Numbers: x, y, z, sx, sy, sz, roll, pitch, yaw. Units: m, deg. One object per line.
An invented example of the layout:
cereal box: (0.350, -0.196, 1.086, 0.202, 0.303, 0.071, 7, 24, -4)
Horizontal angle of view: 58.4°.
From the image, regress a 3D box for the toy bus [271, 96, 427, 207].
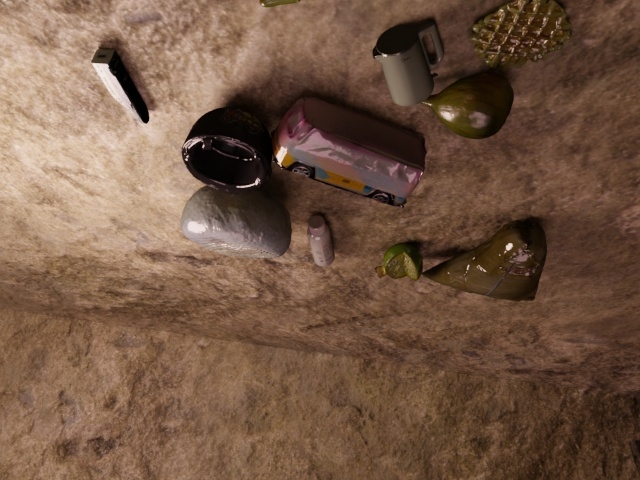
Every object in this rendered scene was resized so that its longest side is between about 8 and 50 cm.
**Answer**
toy bus: (0.076, -0.234, 1.442, 0.387, 0.171, 0.162, 16, 138, -18)

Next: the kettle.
kettle: (0.190, -0.371, 1.208, 0.127, 0.098, 0.148, 2, 149, 24)

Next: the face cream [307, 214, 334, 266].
face cream: (0.000, 0.000, 1.990, 0.082, 0.081, 0.269, 3, 151, 9)

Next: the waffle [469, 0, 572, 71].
waffle: (0.397, -0.408, 1.140, 0.184, 0.036, 0.169, -18, 145, 42)

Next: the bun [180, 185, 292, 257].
bun: (-0.249, -0.062, 1.773, 0.362, 0.211, 0.362, 8, 165, 2)

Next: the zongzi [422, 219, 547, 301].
zongzi: (0.527, 0.058, 1.874, 0.393, 0.174, 0.356, 8, 149, 14)

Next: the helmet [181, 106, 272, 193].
helmet: (-0.232, -0.246, 1.493, 0.231, 0.160, 0.279, 19, 157, -15)

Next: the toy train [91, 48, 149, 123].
toy train: (-0.493, -0.375, 1.435, 0.051, 0.052, 0.234, 6, 153, 10)

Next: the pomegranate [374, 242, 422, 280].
pomegranate: (0.276, 0.073, 2.005, 0.169, 0.122, 0.143, -9, 144, 28)

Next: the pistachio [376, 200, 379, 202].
pistachio: (0.165, -0.136, 1.596, 0.090, 0.173, 0.049, 10, 119, -13)

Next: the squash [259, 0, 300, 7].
squash: (-0.082, -0.482, 1.140, 0.083, 0.027, 0.027, -1, 151, 19)

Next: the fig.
fig: (0.289, -0.316, 1.262, 0.259, 0.151, 0.151, 19, 154, 10)
